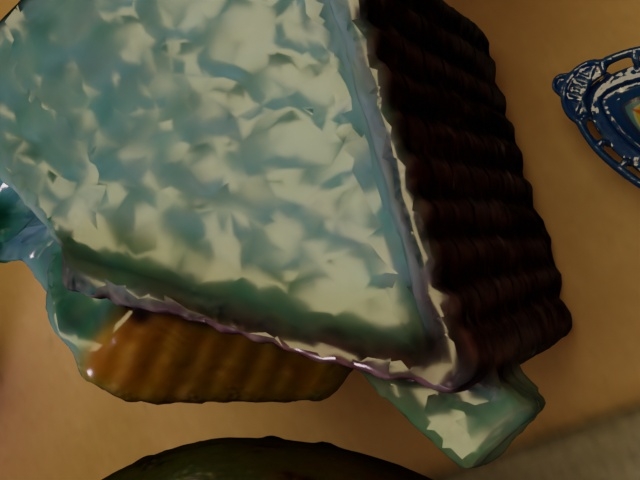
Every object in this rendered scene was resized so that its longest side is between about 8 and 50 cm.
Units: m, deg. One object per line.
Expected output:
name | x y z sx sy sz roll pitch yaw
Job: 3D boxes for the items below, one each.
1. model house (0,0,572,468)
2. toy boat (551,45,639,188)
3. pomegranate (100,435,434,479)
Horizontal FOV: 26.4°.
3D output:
model house | 0.000 0.000 0.609 0.230 0.280 0.249 -45 77 15
toy boat | 0.182 -0.054 0.617 0.175 0.110 0.091 21 88 29
pomegranate | -0.057 0.211 0.532 0.291 0.323 0.290 -176 90 -70
